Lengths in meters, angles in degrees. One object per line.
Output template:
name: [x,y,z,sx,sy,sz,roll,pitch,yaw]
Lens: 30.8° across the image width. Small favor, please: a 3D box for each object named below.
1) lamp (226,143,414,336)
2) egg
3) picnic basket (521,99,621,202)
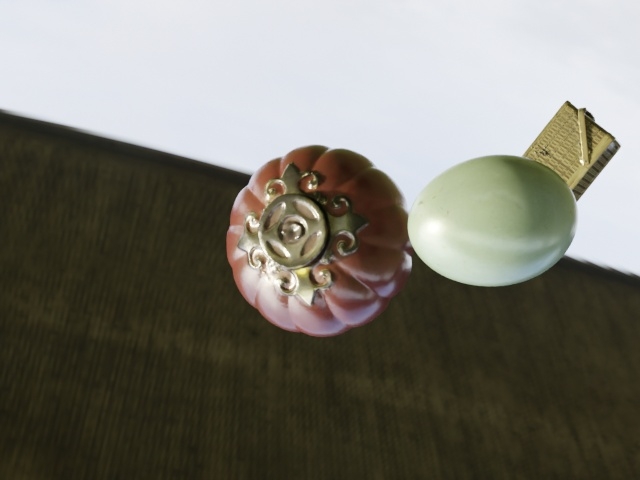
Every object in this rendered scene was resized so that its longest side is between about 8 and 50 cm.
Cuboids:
lamp: [0.000,0.000,1.828,0.303,0.303,0.257,30,-178,21]
egg: [0.195,-0.022,1.322,0.192,0.149,0.149,-7,-151,5]
picnic basket: [0.307,-0.092,1.500,0.079,0.164,0.115,40,-169,15]
